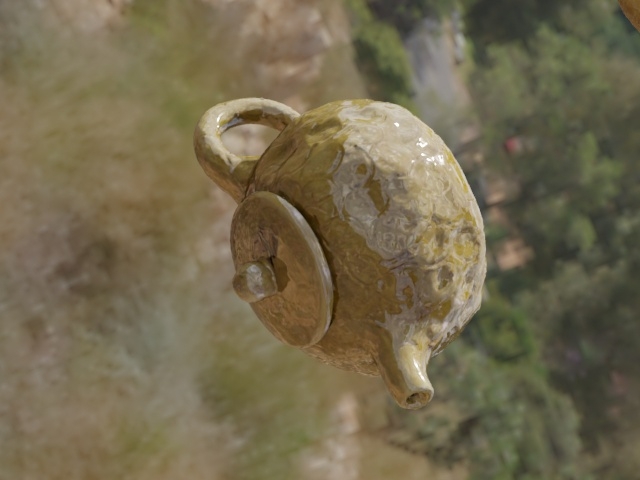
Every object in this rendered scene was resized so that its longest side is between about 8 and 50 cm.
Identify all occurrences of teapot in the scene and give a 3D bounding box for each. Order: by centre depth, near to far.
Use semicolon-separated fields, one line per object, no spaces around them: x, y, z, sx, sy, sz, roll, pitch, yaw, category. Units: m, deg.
0.000;0.000;1.365;0.167;0.203;0.311;-20;55;-31;teapot

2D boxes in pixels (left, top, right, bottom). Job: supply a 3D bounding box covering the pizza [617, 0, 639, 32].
0.328;-0.216;1.634;0.246;0.127;0.058;38;-1;40;pizza
